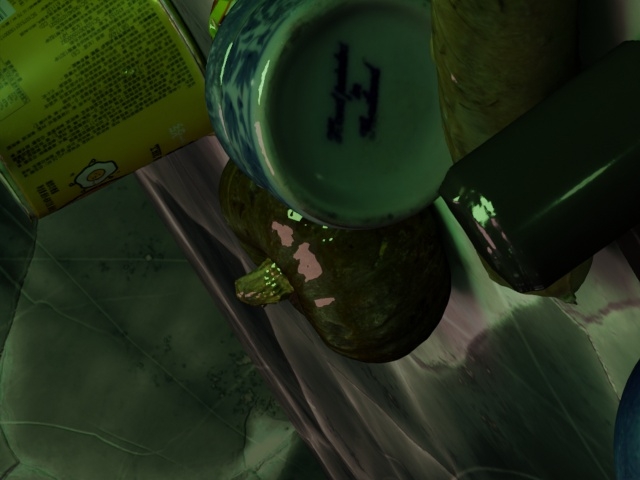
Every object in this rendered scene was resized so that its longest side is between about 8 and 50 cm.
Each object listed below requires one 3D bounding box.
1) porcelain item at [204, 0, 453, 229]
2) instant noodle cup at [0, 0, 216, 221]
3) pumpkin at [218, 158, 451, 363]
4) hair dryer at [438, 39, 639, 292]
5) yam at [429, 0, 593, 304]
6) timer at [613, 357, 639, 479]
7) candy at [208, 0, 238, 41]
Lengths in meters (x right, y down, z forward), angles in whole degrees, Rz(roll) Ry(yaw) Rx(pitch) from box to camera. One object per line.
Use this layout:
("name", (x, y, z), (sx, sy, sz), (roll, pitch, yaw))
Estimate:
("porcelain item", (0.011, -0.088, 0.864), (0.147, 0.147, 0.114), (60, 169, -24))
("instant noodle cup", (-0.296, -0.190, 1.667), (0.326, 0.254, 0.325), (52, 169, 15))
("pumpkin", (0.000, 0.000, 1.169), (0.219, 0.162, 0.219), (53, 174, 8))
("hair dryer", (0.157, 0.025, 0.704), (0.248, 0.114, 0.070), (54, -178, -37))
("yam", (0.093, -0.085, 0.706), (0.083, 0.083, 0.372), (49, 167, 33))
("timer", (0.230, 0.199, 0.608), (0.270, 0.270, 0.384), (164, 87, -79))
("candy", (0.031, -0.097, 1.015), (0.305, 0.083, 0.091), (39, 146, 32))
